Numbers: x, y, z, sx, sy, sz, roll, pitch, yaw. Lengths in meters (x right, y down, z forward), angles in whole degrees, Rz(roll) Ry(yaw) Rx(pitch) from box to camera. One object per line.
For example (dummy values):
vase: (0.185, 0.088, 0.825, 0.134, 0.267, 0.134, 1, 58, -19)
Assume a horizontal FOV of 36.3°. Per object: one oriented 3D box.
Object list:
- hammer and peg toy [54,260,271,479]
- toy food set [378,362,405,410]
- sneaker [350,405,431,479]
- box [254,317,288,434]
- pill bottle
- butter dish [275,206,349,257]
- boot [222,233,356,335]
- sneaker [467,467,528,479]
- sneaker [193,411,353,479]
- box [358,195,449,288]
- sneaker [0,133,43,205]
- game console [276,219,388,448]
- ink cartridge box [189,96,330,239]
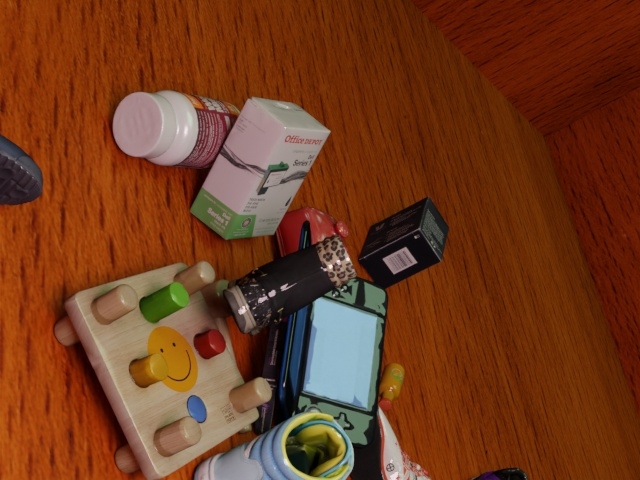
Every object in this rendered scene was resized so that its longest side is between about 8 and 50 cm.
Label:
hammer and peg toy: (-0.174, 0.160, 1.345, 0.361, 0.127, 0.266, -16, 79, -63)
toy food set: (0.045, 0.198, 1.711, 0.232, 0.111, 0.104, 55, 27, -18)
sneaker: (0.118, 0.386, 1.689, 0.145, 0.090, 0.270, 4, 64, -60)
box: (-0.076, 0.203, 1.512, 0.162, 0.029, 0.116, -84, -178, -51)
pill bottle: (-0.226, -0.179, 1.587, 0.221, 0.121, 0.121, -1, 65, -61)
butter dish: (0.000, 0.000, 1.815, 0.160, 0.118, 0.160, 23, 46, -50)
boot: (-0.039, 0.061, 1.367, 0.085, 0.179, 0.236, 64, 0, 1)
sneaker: (0.332, 0.512, 1.875, 0.102, 0.146, 0.293, 61, 26, -2)
sneaker: (-0.007, 0.323, 1.393, 0.319, 0.208, 0.127, 8, 55, -58)
box: (0.181, 0.005, 2.084, 0.093, 0.156, 0.158, 53, 28, -17)
sneaker: (-0.461, -0.159, 1.168, 0.319, 0.112, 0.131, 37, 39, -42)
game console: (0.027, 0.155, 1.548, 0.250, 0.173, 0.293, 19, 63, -24)
ink cartridge box: (-0.099, -0.119, 1.632, 0.093, 0.219, 0.160, 38, 20, 21)
